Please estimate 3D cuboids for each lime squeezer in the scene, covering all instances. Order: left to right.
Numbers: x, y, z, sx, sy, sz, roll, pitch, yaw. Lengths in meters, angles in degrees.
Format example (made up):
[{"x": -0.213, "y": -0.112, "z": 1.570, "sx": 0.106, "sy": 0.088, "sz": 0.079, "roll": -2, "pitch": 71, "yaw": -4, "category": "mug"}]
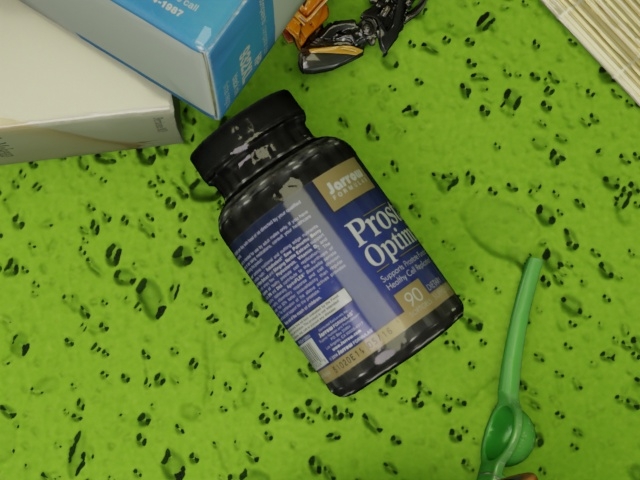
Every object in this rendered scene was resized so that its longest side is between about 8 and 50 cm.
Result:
[{"x": 0.173, "y": 0.172, "z": 1.137, "sx": 0.110, "sy": 0.059, "sz": 0.310, "roll": -17, "pitch": 84, "yaw": -4, "category": "lime squeezer"}]

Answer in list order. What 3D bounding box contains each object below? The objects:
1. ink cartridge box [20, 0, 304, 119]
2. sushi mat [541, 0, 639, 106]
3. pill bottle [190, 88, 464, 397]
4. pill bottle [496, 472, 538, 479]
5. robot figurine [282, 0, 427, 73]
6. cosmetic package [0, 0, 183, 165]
[{"x": -0.078, "y": -0.275, "z": 0.988, "sx": 0.223, "sy": 0.129, "sz": 0.307, "roll": 32, "pitch": 77, "yaw": 10, "category": "ink cartridge box"}, {"x": 0.293, "y": -0.181, "z": 1.196, "sx": 0.151, "sy": 0.019, "sz": 0.316, "roll": -42, "pitch": 87, "yaw": -5, "category": "sushi mat"}, {"x": 0.000, "y": 0.000, "z": 1.113, "sx": 0.123, "sy": 0.123, "sz": 0.219, "roll": -35, "pitch": 87, "yaw": -5, "category": "pill bottle"}, {"x": 0.152, "y": 0.284, "z": 0.986, "sx": 0.130, "sy": 0.130, "sz": 0.245, "roll": -22, "pitch": 85, "yaw": -4, "category": "pill bottle"}, {"x": 0.026, "y": -0.276, "z": 1.161, "sx": 0.211, "sy": 0.085, "sz": 0.291, "roll": 44, "pitch": 84, "yaw": 3, "category": "robot figurine"}, {"x": -0.264, "y": -0.118, "z": 1.098, "sx": 0.309, "sy": 0.160, "sz": 0.113, "roll": -6, "pitch": 85, "yaw": -2, "category": "cosmetic package"}]
